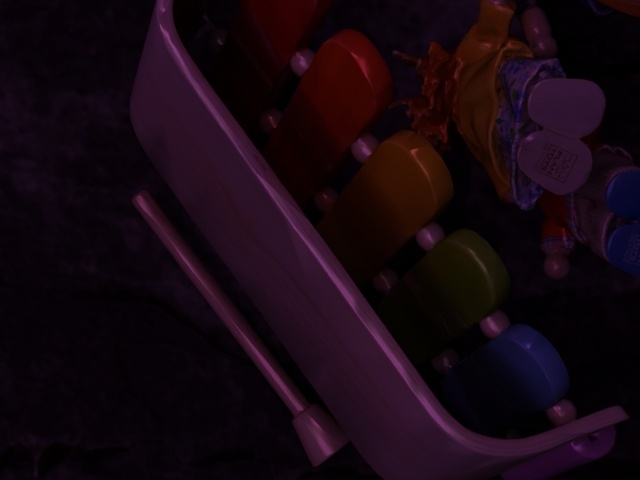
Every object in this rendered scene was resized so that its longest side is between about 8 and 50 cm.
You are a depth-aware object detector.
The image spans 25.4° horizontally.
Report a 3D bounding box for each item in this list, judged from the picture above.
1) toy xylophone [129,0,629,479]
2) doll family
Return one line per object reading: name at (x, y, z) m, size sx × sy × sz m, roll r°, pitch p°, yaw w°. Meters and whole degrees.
toy xylophone at (0.000, 0.000, 0.711) m, size 0.081 × 0.236 × 0.322 m, roll -33°, pitch 91°, yaw -21°
doll family at (0.104, -0.114, 0.658) m, size 0.118 × 0.163 × 0.263 m, roll 10°, pitch 103°, yaw -14°
